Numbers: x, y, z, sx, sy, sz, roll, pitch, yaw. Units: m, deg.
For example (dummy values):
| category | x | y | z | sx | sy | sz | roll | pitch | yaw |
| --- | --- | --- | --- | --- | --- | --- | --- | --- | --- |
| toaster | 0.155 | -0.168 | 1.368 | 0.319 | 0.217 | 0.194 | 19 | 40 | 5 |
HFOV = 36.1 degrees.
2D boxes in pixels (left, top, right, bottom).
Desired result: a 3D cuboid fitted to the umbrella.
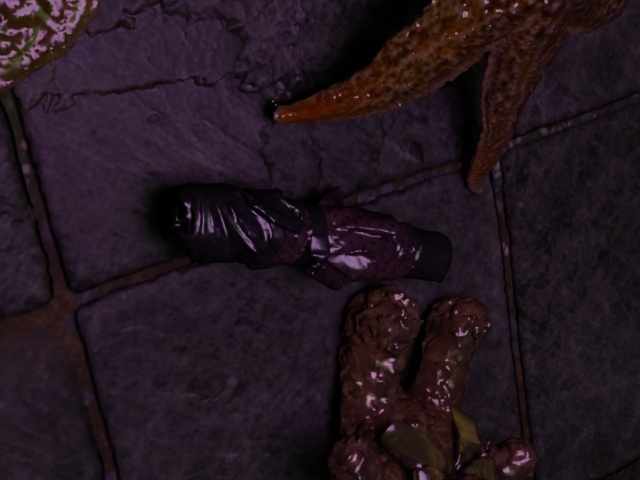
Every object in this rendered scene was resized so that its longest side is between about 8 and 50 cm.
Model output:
| category | x | y | z | sx | sy | sz | roll | pitch | yaw |
| --- | --- | --- | --- | --- | --- | --- | --- | --- | --- |
| umbrella | 0.000 | 0.000 | 0.945 | 0.326 | 0.094 | 0.090 | 9 | 112 | -32 |

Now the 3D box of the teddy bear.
| category | x | y | z | sx | sy | sz | roll | pitch | yaw |
| --- | --- | --- | --- | --- | --- | --- | --- | --- | --- |
| teddy bear | 0.116 | 0.211 | 0.993 | 0.246 | 0.222 | 0.296 | 9 | 97 | -31 |

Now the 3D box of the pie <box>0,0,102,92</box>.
| category | x | y | z | sx | sy | sz | roll | pitch | yaw |
| --- | --- | --- | --- | --- | --- | --- | --- | --- | --- |
| pie | -0.278 | -0.230 | 0.721 | 0.277 | 0.078 | 0.277 | -10 | 110 | -30 |

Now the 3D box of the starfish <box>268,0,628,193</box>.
| category | x | y | z | sx | sy | sz | roll | pitch | yaw |
| --- | --- | --- | --- | --- | --- | --- | --- | --- | --- |
| starfish | 0.156 | -0.225 | 0.913 | 0.398 | 0.132 | 0.384 | 2 | 137 | -48 |
